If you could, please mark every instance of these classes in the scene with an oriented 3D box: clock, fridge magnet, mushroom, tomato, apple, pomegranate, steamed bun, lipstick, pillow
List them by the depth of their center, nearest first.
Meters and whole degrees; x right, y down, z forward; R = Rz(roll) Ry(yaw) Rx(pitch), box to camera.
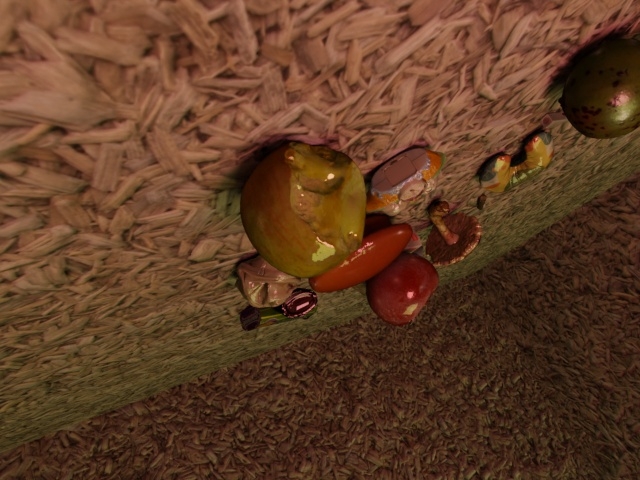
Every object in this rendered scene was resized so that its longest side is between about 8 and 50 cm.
[{"bbox_3d":[-0.020,-0.049,0.753,0.247,0.226,0.246,-24,163,-8],"label":"apple"},{"bbox_3d":[0.646,-0.326,0.847,0.248,0.201,0.202,-7,171,28],"label":"pomegranate"},{"bbox_3d":[0.203,-0.137,0.974,0.231,0.103,0.144,-31,152,15],"label":"clock"},{"bbox_3d":[0.664,-0.336,1.107,0.130,0.030,0.030,-15,158,-26],"label":"lipstick"},{"bbox_3d":[-0.142,0.122,1.181,0.218,0.144,0.211,-25,160,-2],"label":"steamed bun"},{"bbox_3d":[0.604,-0.236,1.242,0.234,0.086,0.214,-28,150,17],"label":"pillow"},{"bbox_3d":[0.121,0.045,1.255,0.364,0.155,0.363,-26,163,-9],"label":"fridge magnet"},{"bbox_3d":[0.282,0.167,1.430,0.270,0.227,0.270,-49,165,-19],"label":"tomato"},{"bbox_3d":[0.466,-0.063,1.473,0.208,0.233,0.301,-28,120,-19],"label":"mushroom"}]

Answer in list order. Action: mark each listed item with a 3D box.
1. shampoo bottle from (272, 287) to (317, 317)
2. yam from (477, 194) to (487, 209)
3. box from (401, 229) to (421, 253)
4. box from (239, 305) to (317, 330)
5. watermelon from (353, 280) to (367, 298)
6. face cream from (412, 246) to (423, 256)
[{"bbox_3d":[-0.108,0.209,1.397,0.129,0.083,0.323,-26,-178,-18],"label":"shampoo bottle"},{"bbox_3d":[0.633,-0.144,1.579,0.033,0.027,0.129,-63,160,-8],"label":"yam"},{"bbox_3d":[0.261,0.055,1.585,0.135,0.079,0.269,-9,156,-38],"label":"box"},{"bbox_3d":[-0.168,0.309,1.716,0.134,0.097,0.346,-36,159,34],"label":"box"},{"bbox_3d":[0.160,0.169,1.590,0.154,0.094,0.241,-8,142,33],"label":"watermelon"},{"bbox_3d":[0.345,0.113,1.679,0.263,0.083,0.149,-55,-155,-21],"label":"face cream"}]
